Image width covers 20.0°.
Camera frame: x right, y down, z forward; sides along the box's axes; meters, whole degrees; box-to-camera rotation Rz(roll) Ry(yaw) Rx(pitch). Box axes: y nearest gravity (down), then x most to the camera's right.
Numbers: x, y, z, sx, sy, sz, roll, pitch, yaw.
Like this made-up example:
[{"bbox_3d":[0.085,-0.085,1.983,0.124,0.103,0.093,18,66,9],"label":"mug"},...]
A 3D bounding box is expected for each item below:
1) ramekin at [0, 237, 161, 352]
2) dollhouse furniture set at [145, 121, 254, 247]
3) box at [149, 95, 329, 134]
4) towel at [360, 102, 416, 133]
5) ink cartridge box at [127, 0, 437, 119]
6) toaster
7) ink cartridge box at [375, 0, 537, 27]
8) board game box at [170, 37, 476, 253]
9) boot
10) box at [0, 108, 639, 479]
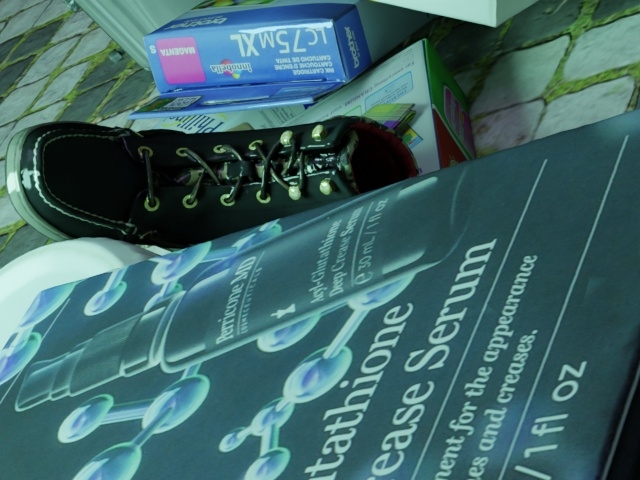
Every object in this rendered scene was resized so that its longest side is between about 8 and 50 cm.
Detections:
[{"bbox_3d":[-0.147,0.122,1.124,0.273,0.127,0.273,-24,49,31],"label":"ramekin"},{"bbox_3d":[-0.081,-0.027,1.377,0.114,0.091,0.081,-28,-26,-33],"label":"dollhouse furniture set"},{"bbox_3d":[-0.071,-0.091,1.553,0.137,0.072,0.126,-44,25,-12],"label":"box"},{"bbox_3d":[0.028,-0.068,1.301,0.083,0.009,0.060,-48,26,-22],"label":"towel"},{"bbox_3d":[-0.012,-0.185,1.507,0.186,0.065,0.311,-1,27,32],"label":"ink cartridge box"},{"bbox_3d":[-0.151,-0.283,1.898,0.227,0.146,0.129,-39,26,0],"label":"toaster"},{"bbox_3d":[0.099,-0.268,1.428,0.353,0.119,0.207,17,34,33],"label":"ink cartridge box"},{"bbox_3d":[0.000,0.000,1.312,0.242,0.064,0.316,-30,26,16],"label":"board game box"},{"bbox_3d":[-0.066,-0.045,1.171,0.179,0.236,0.085,-13,75,35],"label":"boot"},{"bbox_3d":[0.013,0.148,0.738,0.395,0.212,0.293,-17,32,37],"label":"box"}]
